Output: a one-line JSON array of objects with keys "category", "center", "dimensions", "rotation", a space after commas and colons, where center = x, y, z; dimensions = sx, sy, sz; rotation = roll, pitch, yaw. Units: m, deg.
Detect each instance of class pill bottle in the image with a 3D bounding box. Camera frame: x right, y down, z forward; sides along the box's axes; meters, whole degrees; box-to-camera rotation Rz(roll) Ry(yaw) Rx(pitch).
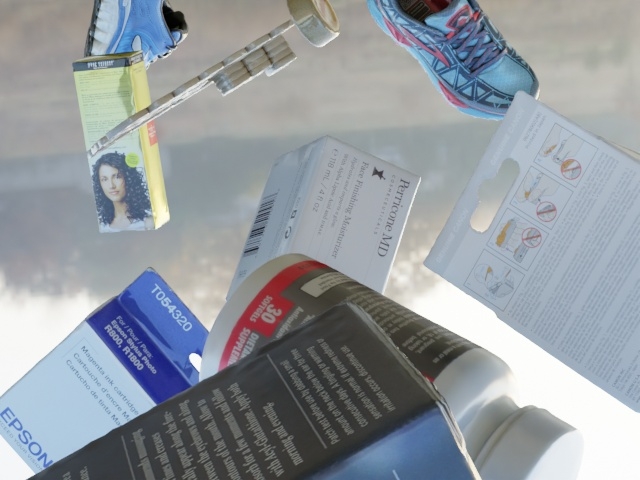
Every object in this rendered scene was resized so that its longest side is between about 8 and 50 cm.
[{"category": "pill bottle", "center": [0.063, 0.150, 1.339], "dimensions": [0.319, 0.176, 0.176], "rotation": [27, -157, 29]}]

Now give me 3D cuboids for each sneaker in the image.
[{"category": "sneaker", "center": [-0.276, -0.290, 2.285], "dimensions": [0.147, 0.330, 0.129], "rotation": [7, -142, -15]}, {"category": "sneaker", "center": [0.159, -0.246, 1.849], "dimensions": [0.262, 0.104, 0.125], "rotation": [40, 171, 4]}]

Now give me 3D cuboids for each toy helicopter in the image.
[{"category": "toy helicopter", "center": [-0.048, -0.412, 2.062], "dimensions": [0.140, 0.355, 0.235], "rotation": [-28, 158, 20]}]

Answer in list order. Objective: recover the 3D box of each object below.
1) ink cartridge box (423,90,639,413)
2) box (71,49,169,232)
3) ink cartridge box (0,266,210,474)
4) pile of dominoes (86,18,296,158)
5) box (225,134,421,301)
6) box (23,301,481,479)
[{"category": "ink cartridge box", "center": [0.222, 0.006, 1.255], "dimensions": [0.225, 0.181, 0.056], "rotation": [35, -159, 20]}, {"category": "box", "center": [-0.262, -0.130, 2.008], "dimensions": [0.087, 0.232, 0.058], "rotation": [-5, -167, 18]}, {"category": "ink cartridge box", "center": [-0.226, 0.250, 1.943], "dimensions": [0.330, 0.324, 0.071], "rotation": [-41, 180, 32]}, {"category": "pile of dominoes", "center": [-0.141, -0.159, 1.735], "dimensions": [0.251, 0.040, 0.196], "rotation": [-34, -175, -14]}, {"category": "box", "center": [0.000, 0.000, 1.662], "dimensions": [0.119, 0.181, 0.182], "rotation": [22, 166, -18]}, {"category": "box", "center": [-0.064, 0.274, 0.923], "dimensions": [0.395, 0.293, 0.212], "rotation": [-30, -162, -5]}]
